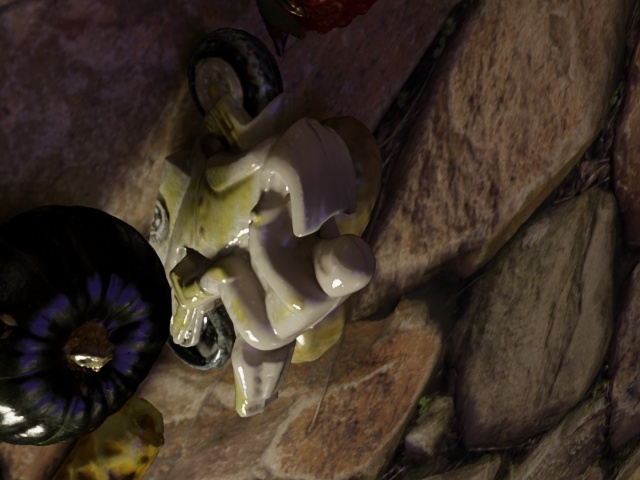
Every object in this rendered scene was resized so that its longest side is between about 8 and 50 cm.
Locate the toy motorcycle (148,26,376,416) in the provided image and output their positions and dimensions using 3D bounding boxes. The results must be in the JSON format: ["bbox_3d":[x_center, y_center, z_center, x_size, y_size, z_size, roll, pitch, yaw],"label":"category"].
[{"bbox_3d":[-0.051,0.004,0.963,0.108,0.223,0.340,-26,141,-45],"label":"toy motorcycle"}]

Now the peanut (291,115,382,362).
[{"bbox_3d":[0.000,0.000,1.127,0.125,0.111,0.274,-24,138,-46],"label":"peanut"}]

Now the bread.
[{"bbox_3d":[-0.267,0.310,1.105,0.077,0.084,0.367,32,96,-19],"label":"bread"}]

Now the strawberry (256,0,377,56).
[{"bbox_3d":[0.039,-0.261,0.938,0.228,0.098,0.174,-35,144,-27],"label":"strawberry"}]

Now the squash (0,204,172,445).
[{"bbox_3d":[-0.206,0.066,0.881,0.193,0.156,0.193,-30,124,-58],"label":"squash"}]
